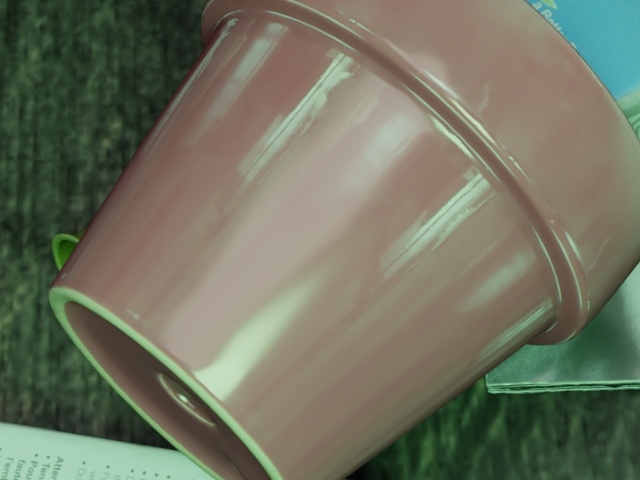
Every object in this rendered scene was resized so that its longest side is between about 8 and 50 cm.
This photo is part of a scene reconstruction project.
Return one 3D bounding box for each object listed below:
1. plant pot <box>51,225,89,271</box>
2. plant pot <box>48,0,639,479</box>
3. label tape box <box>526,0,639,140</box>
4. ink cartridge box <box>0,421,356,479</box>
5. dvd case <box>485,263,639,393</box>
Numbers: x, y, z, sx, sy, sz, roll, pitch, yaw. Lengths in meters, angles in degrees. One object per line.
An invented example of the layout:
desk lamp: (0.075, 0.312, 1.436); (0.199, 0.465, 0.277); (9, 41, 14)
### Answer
plant pot: (-0.064, 0.009, 0.781); (0.079, 0.083, 0.083); (-38, 66, -23)
plant pot: (0.000, 0.000, 0.680); (0.201, 0.201, 0.180); (37, 72, 21)
label tape box: (0.201, -0.189, 0.797); (0.348, 0.115, 0.249); (-26, 61, -9)
ink cartridge box: (-0.153, 0.229, 0.678); (0.330, 0.071, 0.324); (9, 61, 8)
dvd case: (0.183, -0.013, 0.782); (0.221, 0.018, 0.164); (-2, 66, 7)
